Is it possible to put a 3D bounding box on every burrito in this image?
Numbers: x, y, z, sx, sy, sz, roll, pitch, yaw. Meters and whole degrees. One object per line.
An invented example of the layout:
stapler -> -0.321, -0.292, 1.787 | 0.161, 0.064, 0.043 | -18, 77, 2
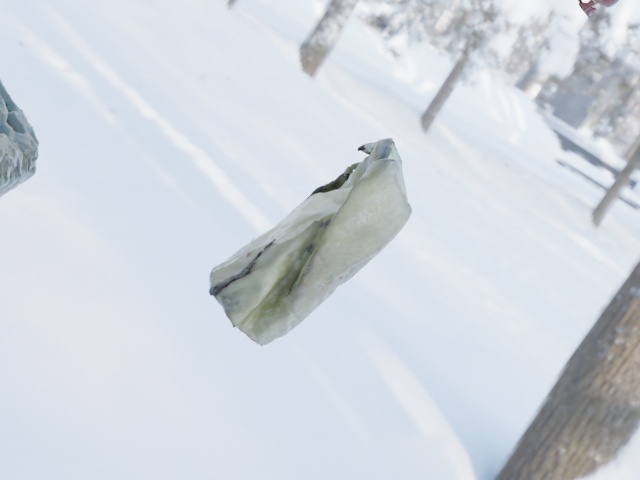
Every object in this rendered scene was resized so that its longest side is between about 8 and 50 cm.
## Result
burrito -> 0.001, 0.002, 1.493 | 0.135, 0.332, 0.190 | 50, 11, -6

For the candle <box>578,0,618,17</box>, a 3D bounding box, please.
candle -> 0.490, -0.397, 1.428 | 0.051, 0.329, 0.048 | 30, 43, -41

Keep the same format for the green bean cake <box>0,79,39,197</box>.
green bean cake -> -0.286, -0.101, 0.747 | 0.183, 0.094, 0.185 | 59, 3, -8
